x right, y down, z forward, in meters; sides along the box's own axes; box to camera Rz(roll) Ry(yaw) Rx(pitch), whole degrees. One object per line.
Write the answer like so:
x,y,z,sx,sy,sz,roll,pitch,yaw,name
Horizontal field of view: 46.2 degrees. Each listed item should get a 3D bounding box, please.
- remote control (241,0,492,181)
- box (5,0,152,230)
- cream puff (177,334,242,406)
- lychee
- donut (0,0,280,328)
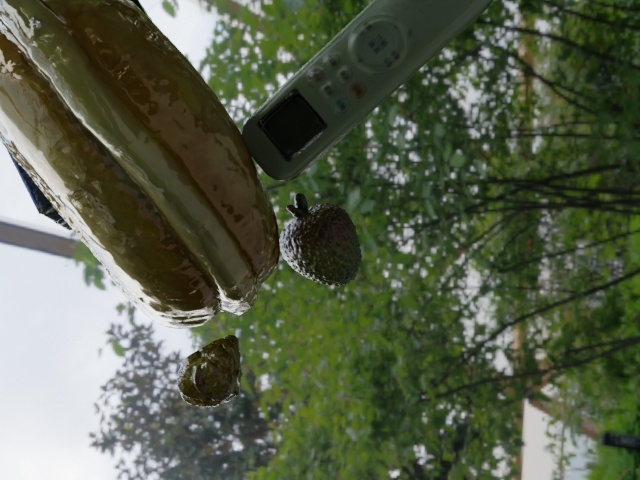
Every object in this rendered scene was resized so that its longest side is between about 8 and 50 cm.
0.048,-0.184,0.782,0.090,0.309,0.038,51,-172,14,remote control
-0.338,-0.202,1.132,0.261,0.278,0.116,58,179,15,box
-0.104,0.133,0.747,0.083,0.058,0.083,-36,-11,-26,cream puff
0.000,0.000,1.071,0.146,0.114,0.114,54,-148,-10,lychee
-0.218,-0.094,0.842,0.198,0.449,0.449,-39,-38,-13,donut
